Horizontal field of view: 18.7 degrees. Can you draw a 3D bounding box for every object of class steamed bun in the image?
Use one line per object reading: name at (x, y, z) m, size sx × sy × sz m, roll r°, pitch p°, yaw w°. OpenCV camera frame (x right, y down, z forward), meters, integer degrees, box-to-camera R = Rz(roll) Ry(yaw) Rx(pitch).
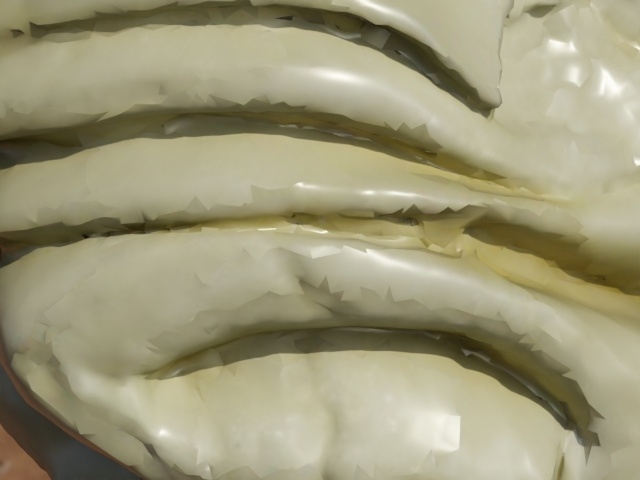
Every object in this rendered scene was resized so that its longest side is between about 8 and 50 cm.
steamed bun at (0.003, 0.001, 0.510) m, size 0.276 × 0.289 × 0.203 m, roll 9°, pitch 56°, yaw 34°
